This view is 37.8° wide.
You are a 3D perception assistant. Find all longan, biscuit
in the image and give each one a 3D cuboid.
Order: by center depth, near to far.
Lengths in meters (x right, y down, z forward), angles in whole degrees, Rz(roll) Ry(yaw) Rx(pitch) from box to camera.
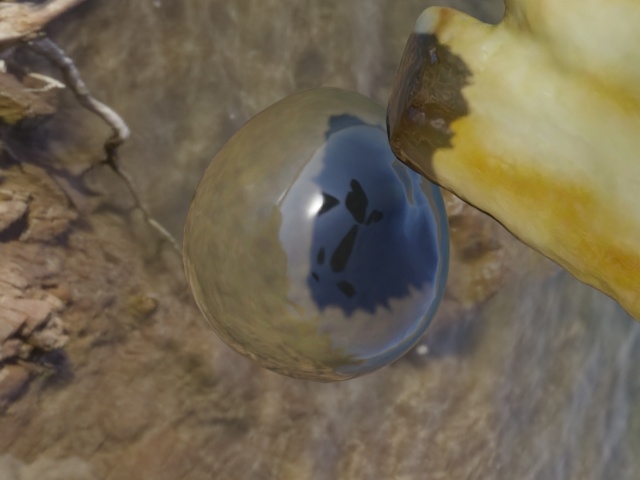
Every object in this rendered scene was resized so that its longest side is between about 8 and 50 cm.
[{"bbox_3d":[0.163,-0.089,0.445,0.062,0.291,0.236,-4,121,-41],"label":"biscuit"},{"bbox_3d":[0.000,0.000,0.837,0.258,0.258,0.258,-14,112,-38],"label":"longan"}]
